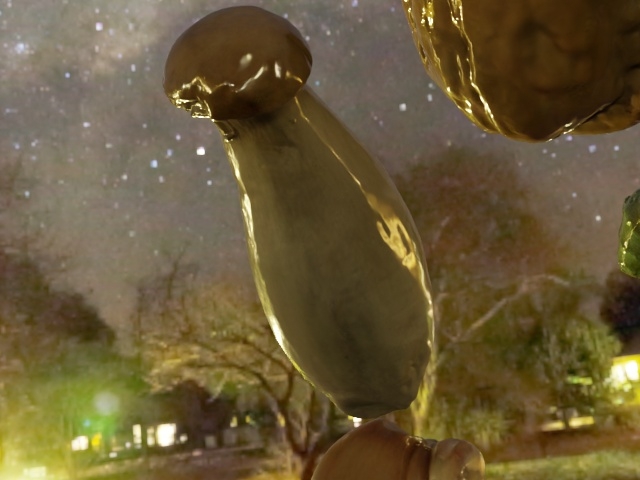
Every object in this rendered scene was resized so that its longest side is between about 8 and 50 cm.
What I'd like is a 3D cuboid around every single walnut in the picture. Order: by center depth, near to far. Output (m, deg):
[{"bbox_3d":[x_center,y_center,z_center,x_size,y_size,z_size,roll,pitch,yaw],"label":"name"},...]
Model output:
[{"bbox_3d":[0.168,-0.189,0.579,0.224,0.257,0.257,-29,-3,-23],"label":"walnut"}]

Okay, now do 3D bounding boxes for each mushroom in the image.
[{"bbox_3d":[0.000,0.000,0.590,0.128,0.128,0.350,-11,-54,21],"label":"mushroom"}]

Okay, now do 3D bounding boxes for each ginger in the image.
[{"bbox_3d":[0.462,-0.029,1.054,0.089,0.137,0.290,-22,-4,-21],"label":"ginger"}]

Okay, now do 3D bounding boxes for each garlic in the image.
[{"bbox_3d":[0.081,0.335,1.010,0.217,0.228,0.110,11,-23,38],"label":"garlic"}]
